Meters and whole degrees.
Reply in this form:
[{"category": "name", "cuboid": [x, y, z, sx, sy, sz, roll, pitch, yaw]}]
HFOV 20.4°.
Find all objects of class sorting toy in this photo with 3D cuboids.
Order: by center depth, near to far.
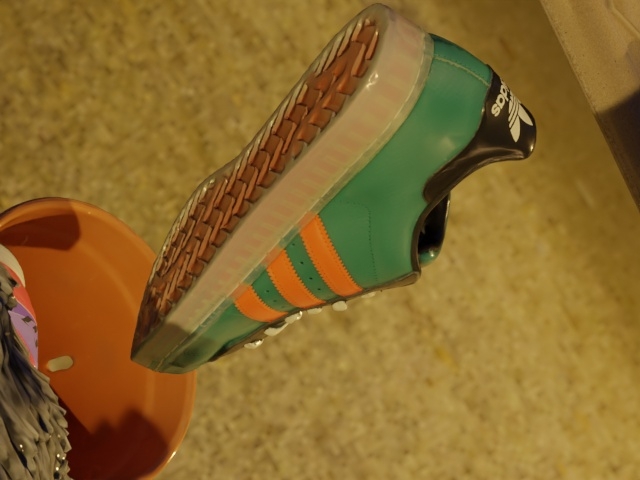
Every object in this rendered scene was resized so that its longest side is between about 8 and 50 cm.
[{"category": "sorting toy", "cuboid": [0.227, -0.190, 1.190, 0.229, 0.041, 0.307, -42, 111, -40]}]

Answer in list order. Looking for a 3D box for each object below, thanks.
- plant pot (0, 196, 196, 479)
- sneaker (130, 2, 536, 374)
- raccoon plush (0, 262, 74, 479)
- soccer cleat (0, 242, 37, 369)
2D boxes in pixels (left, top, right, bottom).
[{"category": "plant pot", "cuboid": [-0.294, 0.124, 1.721, 0.291, 0.203, 0.291, 23, 58, -42]}, {"category": "sneaker", "cuboid": [0.000, 0.000, 0.998, 0.121, 0.302, 0.108, 27, 45, -20]}, {"category": "raccoon plush", "cuboid": [-0.129, 0.002, 0.610, 0.446, 0.299, 0.216, 23, 17, 14]}, {"category": "soccer cleat", "cuboid": [-0.330, 0.033, 1.186, 0.318, 0.109, 0.116, 15, 29, -37]}]
